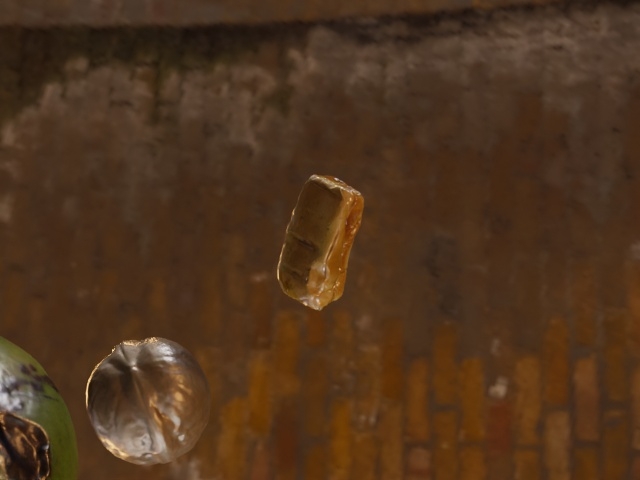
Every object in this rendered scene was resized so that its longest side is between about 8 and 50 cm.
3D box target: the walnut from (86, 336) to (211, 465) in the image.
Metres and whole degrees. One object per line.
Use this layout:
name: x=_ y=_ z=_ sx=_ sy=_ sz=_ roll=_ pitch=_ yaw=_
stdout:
walnut: x=-0.194 y=0.183 z=1.738 sx=0.140 sy=0.162 sz=0.140 roll=-2 pitch=-117 yaw=4

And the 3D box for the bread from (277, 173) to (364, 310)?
bread: x=0.000 y=0.000 z=1.549 sx=0.074 sy=0.053 sz=0.132 roll=35 pitch=-65 yaw=43

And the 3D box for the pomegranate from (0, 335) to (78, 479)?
pomegranate: x=-0.168 y=0.104 z=0.678 sx=0.161 sy=0.122 sz=0.122 roll=105 pitch=-24 yaw=-57
